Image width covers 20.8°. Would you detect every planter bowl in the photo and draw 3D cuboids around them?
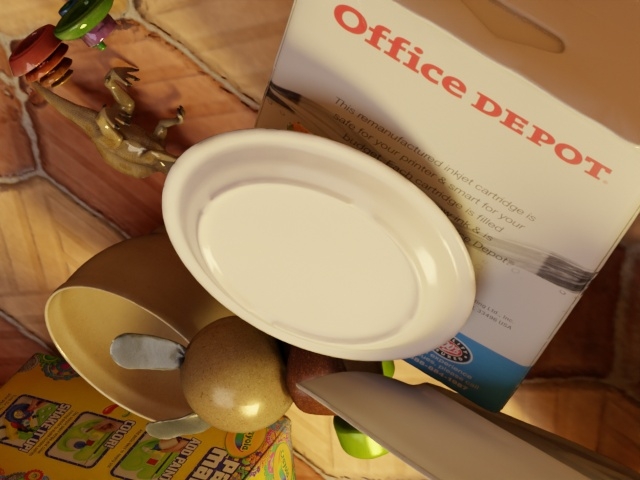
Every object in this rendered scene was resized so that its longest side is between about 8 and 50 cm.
[{"bbox_3d":[-0.123,0.057,1.395,0.162,0.109,0.162,22,144,17],"label":"planter bowl"}]

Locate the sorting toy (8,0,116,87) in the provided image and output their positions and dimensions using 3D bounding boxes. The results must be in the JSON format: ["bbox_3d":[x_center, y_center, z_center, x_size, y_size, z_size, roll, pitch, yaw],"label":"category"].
[{"bbox_3d":[-0.174,-0.141,1.238,0.102,0.061,0.042,-26,117,32],"label":"sorting toy"}]

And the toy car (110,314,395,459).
[{"bbox_3d":[-0.051,0.085,1.278,0.188,0.149,0.155,-17,121,5],"label":"toy car"}]

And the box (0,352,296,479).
[{"bbox_3d":[-0.174,0.292,1.608,0.279,0.177,0.290,11,126,25],"label":"box"}]

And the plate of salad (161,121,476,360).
[{"bbox_3d":[0.000,0.000,1.049,0.200,0.048,0.200,15,141,12],"label":"plate of salad"}]

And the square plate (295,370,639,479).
[{"bbox_3d":[0.203,0.186,1.150,0.347,0.049,0.344,25,-178,-41],"label":"square plate"}]

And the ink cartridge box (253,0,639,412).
[{"bbox_3d":[0.084,-0.059,1.063,0.223,0.129,0.307,32,147,6],"label":"ink cartridge box"}]

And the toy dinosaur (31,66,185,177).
[{"bbox_3d":[-0.153,-0.082,1.299,0.183,0.053,0.092,30,147,5],"label":"toy dinosaur"}]
